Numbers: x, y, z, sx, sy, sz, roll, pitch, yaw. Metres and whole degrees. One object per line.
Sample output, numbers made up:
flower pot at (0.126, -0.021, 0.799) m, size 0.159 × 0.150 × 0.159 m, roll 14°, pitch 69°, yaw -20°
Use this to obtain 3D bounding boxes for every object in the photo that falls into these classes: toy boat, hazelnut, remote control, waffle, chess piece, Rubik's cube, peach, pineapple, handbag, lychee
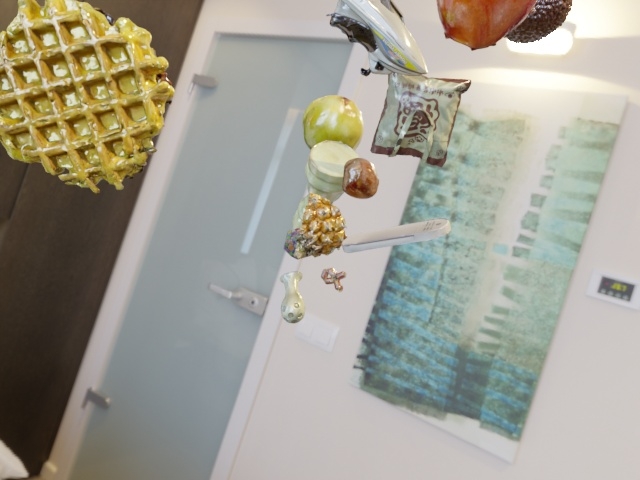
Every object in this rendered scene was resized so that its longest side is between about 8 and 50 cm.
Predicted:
toy boat at (0.116, -0.449, 1.053) m, size 0.269 × 0.141 × 0.141 m, roll 55°, pitch -6°, yaw -6°
hazelnut at (0.146, -0.222, 1.718) m, size 0.143 × 0.154 × 0.143 m, roll 3°, pitch -37°, yaw 2°
remote control at (0.158, -0.010, 1.037) m, size 0.245 × 0.022 × 0.077 m, roll -10°, pitch 20°, yaw 28°
waffle at (-0.519, -0.311, 1.032) m, size 0.379 × 0.382 × 0.095 m, roll 25°, pitch 8°, yaw -11°
chess piece at (0.011, -0.204, 2.130) m, size 0.234 × 0.234 × 0.442 m, roll 18°, pitch -42°, yaw -3°
Rubik's cube at (-0.076, 0.011, 1.655) m, size 0.111 × 0.093 × 0.111 m, roll -10°, pitch -25°, yaw -5°
peach at (0.063, -0.553, 2.395) m, size 0.315 × 0.281 × 0.314 m, roll -31°, pitch -57°, yaw 31°
pineapple at (0.000, -0.005, 1.486) m, size 0.140 × 0.250 × 0.164 m, roll 16°, pitch 37°, yaw 16°
handbag at (0.253, -0.321, 1.242) m, size 0.213 × 0.235 × 0.127 m, roll 14°, pitch 19°, yaw 7°
peach at (0.430, -0.656, 1.213) m, size 0.281 × 0.338 × 0.281 m, roll 10°, pitch 22°, yaw -4°
lychee at (0.799, -0.889, 1.811) m, size 0.275 × 0.276 × 0.304 m, roll 18°, pitch -19°, yaw 21°

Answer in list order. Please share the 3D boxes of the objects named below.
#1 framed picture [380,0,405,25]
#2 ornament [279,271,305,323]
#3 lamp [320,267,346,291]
framed picture at (0.209, -0.587, 1.318) m, size 0.023 × 0.128 × 0.168 m, roll -13°, pitch 0°, yaw 25°
ornament at (-0.082, 0.174, 1.427) m, size 0.075 × 0.156 × 0.081 m, roll -15°, pitch -40°, yaw 7°
lamp at (0.037, 0.114, 1.447) m, size 0.083 × 0.063 × 0.031 m, roll 18°, pitch -3°, yaw 31°
